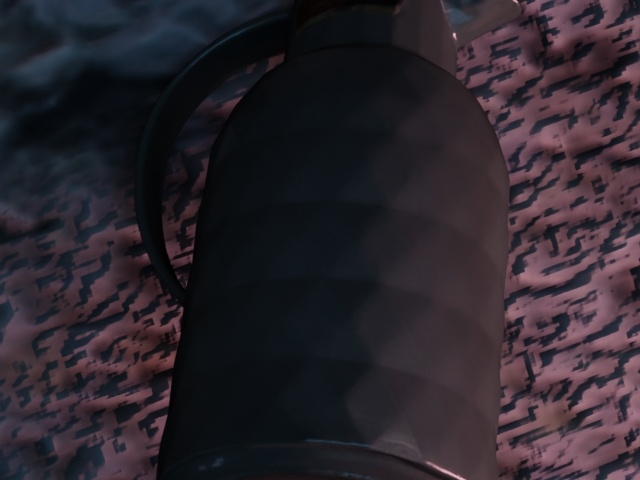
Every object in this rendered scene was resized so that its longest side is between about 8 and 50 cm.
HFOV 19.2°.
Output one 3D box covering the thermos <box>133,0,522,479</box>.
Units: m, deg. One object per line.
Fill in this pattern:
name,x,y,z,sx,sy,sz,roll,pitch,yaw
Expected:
thermos,0.000,0.000,0.863,0.182,0.145,0.286,-5,58,17
